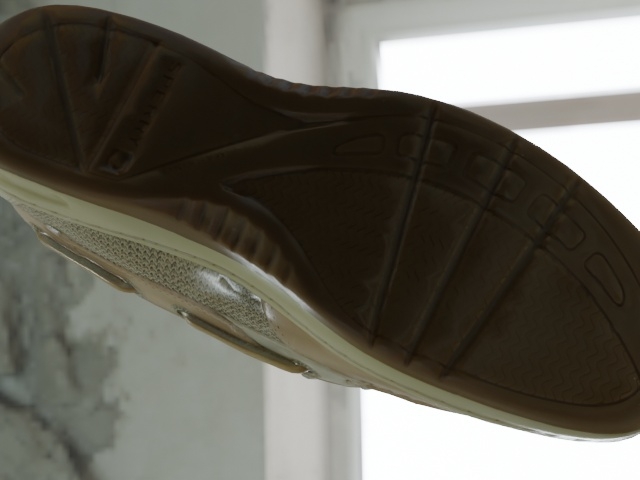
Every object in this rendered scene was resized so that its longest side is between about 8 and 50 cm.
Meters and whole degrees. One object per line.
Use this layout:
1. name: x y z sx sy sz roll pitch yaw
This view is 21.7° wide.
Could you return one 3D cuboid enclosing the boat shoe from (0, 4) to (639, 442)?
1. boat shoe: 0.000 0.000 0.736 0.121 0.341 0.110 -56 -19 -24
